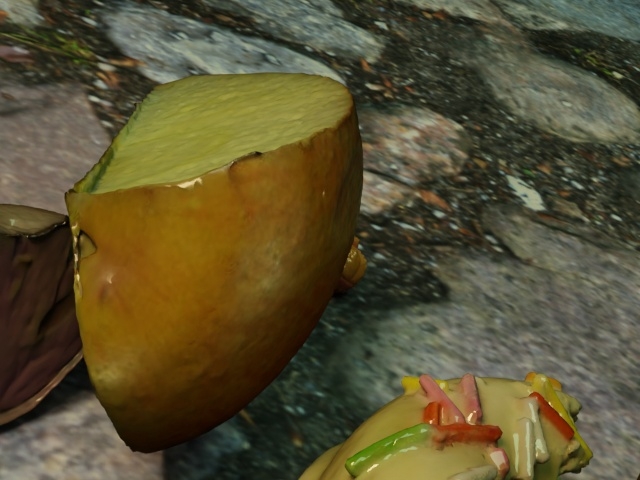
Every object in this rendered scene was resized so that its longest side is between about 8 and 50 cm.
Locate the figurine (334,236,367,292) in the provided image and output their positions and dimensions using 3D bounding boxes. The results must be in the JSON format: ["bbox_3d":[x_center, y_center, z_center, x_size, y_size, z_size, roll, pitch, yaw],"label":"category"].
[{"bbox_3d":[0.000,0.000,1.394,0.064,0.047,0.109,34,9,-43],"label":"figurine"}]

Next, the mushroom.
[{"bbox_3d":[-0.225,0.043,1.026,0.117,0.141,0.188,15,16,29],"label":"mushroom"}]

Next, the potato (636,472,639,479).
[{"bbox_3d":[0.263,0.174,1.141,0.090,0.225,0.117,-14,57,-14],"label":"potato"}]

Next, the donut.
[{"bbox_3d":[0.134,0.223,1.002,0.307,0.150,0.371,-4,41,-44],"label":"donut"}]

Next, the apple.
[{"bbox_3d":[-0.071,-0.007,1.087,0.179,0.254,0.346,38,15,-9],"label":"apple"}]
